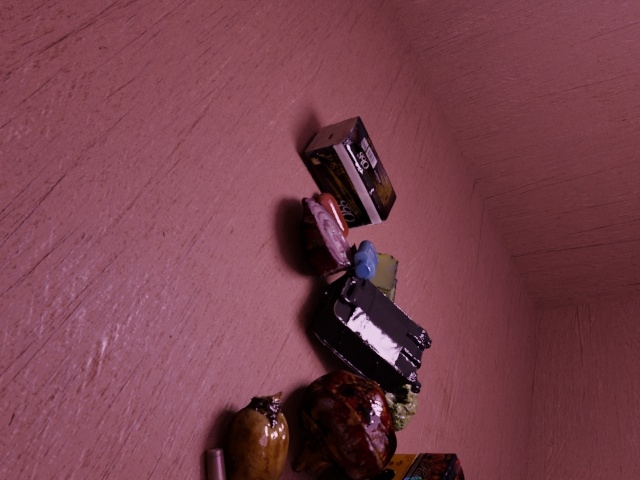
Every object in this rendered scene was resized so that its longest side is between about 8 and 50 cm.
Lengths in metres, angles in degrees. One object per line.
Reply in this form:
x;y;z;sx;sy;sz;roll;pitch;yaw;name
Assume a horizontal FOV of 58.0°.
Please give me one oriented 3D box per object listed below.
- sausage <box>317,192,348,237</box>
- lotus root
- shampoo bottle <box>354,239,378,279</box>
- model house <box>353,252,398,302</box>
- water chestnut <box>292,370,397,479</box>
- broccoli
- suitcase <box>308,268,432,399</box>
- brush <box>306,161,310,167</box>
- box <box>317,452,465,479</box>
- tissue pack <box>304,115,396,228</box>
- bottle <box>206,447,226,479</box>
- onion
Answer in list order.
0.045;-0.085;2.092;0.194;0.077;0.077;64;35;-16;sausage
-0.166;0.540;1.479;0.169;0.141;0.314;22;70;-48;lotus root
0.155;0.072;1.967;0.258;0.061;0.104;-52;119;-75;shampoo bottle
0.207;0.181;2.213;0.194;0.170;0.211;-76;167;-46;model house
0.055;0.559;1.700;0.335;0.347;0.335;58;-10;16;water chestnut
0.259;0.513;2.090;0.254;0.186;0.302;-48;124;-44;broccoli
0.169;0.311;1.955;0.434;0.194;0.283;44;38;-13;suitcase
-0.009;-0.296;2.139;0.164;0.014;0.051;-33;110;-55;brush
0.186;0.735;1.680;0.264;0.415;0.116;-22;97;-57;box
0.119;-0.249;2.131;0.370;0.198;0.210;62;40;-28;tissue pack
-0.256;0.563;1.420;0.045;0.045;0.096;12;68;-54;bottle
0.000;0.000;1.940;0.280;0.146;0.314;59;15;11;onion
